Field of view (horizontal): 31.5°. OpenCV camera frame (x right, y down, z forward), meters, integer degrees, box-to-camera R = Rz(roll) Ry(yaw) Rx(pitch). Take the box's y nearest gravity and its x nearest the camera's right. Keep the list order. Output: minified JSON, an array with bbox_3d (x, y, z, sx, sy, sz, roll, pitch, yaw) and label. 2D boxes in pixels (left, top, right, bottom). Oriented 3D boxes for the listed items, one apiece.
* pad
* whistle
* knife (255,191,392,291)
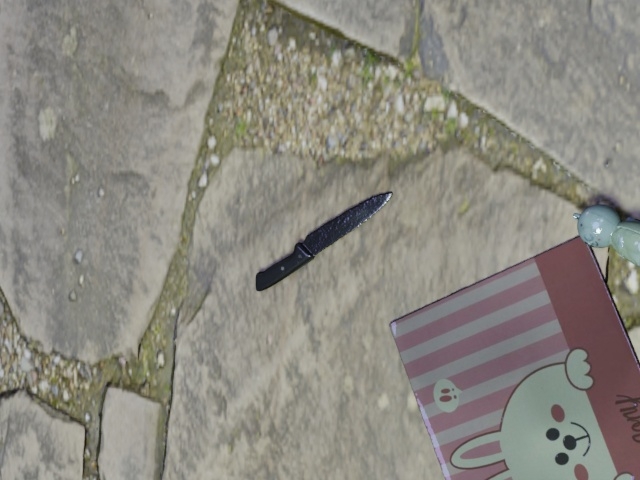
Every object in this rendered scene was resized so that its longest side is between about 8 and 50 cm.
[{"bbox_3d":[0.183,0.169,0.919,0.202,0.005,0.300,-27,73,30],"label":"pad"},{"bbox_3d":[0.238,-0.001,0.872,0.100,0.035,0.035,26,102,31],"label":"whistle"},{"bbox_3d":[0.000,0.000,1.049,0.170,0.010,0.023,-34,76,26],"label":"knife"}]
